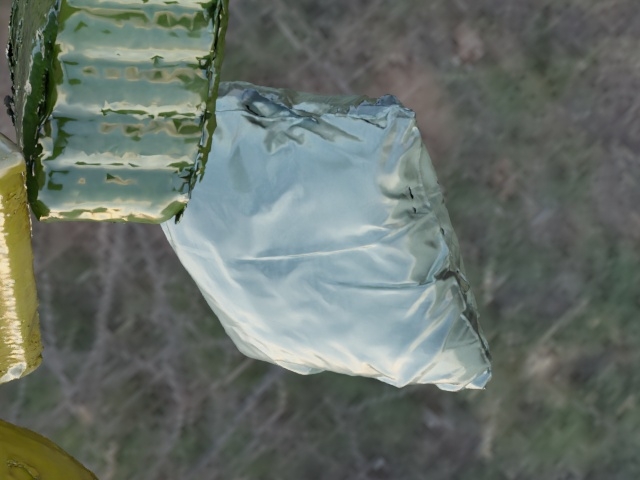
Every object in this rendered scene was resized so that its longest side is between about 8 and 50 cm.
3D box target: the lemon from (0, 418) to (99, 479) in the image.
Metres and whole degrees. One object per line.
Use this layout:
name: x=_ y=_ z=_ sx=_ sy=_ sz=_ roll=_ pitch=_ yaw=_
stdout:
lemon: x=-0.139 y=0.147 z=0.643 sx=0.173 sy=0.173 sz=0.206 roll=9 pitch=100 yaw=42

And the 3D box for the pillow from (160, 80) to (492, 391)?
pillow: x=0.000 y=0.000 z=1.522 sx=0.283 sy=0.138 sz=0.310 roll=3 pitch=132 yaw=36

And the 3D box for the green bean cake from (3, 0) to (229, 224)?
green bean cake: x=-0.122 y=-0.133 z=1.085 sx=0.200 sy=0.113 sz=0.214 roll=-111 pitch=29 yaw=-58

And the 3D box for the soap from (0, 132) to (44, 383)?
soap: x=-0.256 y=-0.013 z=1.029 sx=0.199 sy=0.091 sz=0.315 roll=37 pitch=159 yaw=8
